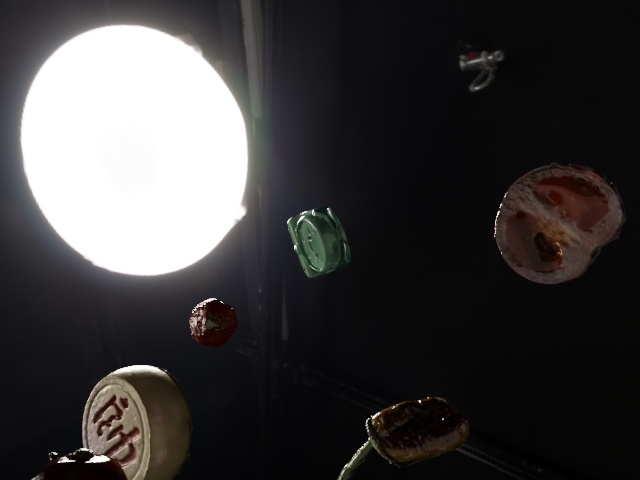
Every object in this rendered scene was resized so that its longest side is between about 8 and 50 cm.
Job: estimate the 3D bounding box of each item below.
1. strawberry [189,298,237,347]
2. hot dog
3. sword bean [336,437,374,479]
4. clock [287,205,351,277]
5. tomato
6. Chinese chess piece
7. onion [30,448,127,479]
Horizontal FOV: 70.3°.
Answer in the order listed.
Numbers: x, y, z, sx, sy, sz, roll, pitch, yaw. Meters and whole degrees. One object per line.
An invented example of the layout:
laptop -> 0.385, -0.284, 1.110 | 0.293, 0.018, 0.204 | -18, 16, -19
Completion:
strawberry -> -0.215, 0.168, 0.910 | 0.106, 0.106, 0.106 | 14, -70, 42
hot dog -> 0.252, 0.486, 1.184 | 0.163, 0.270, 0.082 | -124, -152, -55
sword bean -> 0.133, 0.672, 1.416 | 0.043, 0.038, 0.269 | 33, -77, -12
clock -> 0.001, 0.000, 0.983 | 0.188, 0.060, 0.148 | -23, -93, 63
tomato -> 0.438, -0.033, 0.867 | 0.199, 0.112, 0.228 | 44, -80, 15
Chinese chess piece -> -0.405, 0.415, 1.002 | 0.269, 0.112, 0.271 | -3, -95, 33
onion -> -0.287, 0.306, 0.543 | 0.118, 0.117, 0.119 | 0, -92, 14
